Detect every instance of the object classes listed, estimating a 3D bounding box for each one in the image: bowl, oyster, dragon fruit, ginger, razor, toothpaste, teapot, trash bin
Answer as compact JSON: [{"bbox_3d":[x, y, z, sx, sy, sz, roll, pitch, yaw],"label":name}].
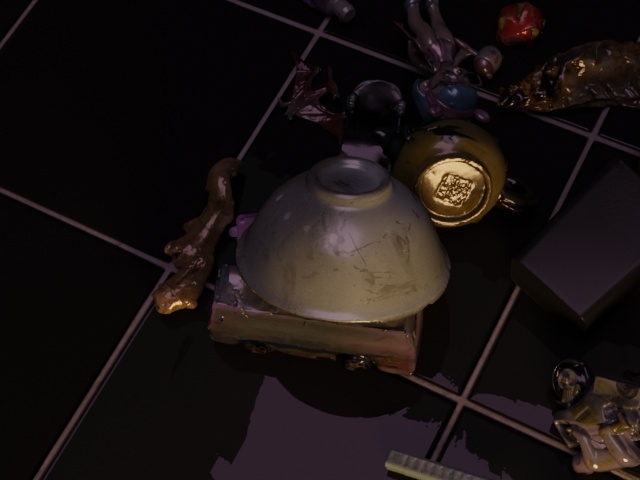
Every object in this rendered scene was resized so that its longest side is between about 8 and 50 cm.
[{"bbox_3d":[0.037,-0.031,1.667,0.314,0.146,0.313,3,32,-2],"label":"bowl"},{"bbox_3d":[0.454,-0.264,1.917,0.345,0.078,0.128,-11,71,-3],"label":"oyster"},{"bbox_3d":[0.335,-0.362,1.980,0.083,0.060,0.056,8,61,7],"label":"dragon fruit"},{"bbox_3d":[-0.188,-0.013,1.845,0.089,0.075,0.288,12,68,16],"label":"ginger"},{"bbox_3d":[0.223,0.342,1.626,0.278,0.056,0.111,17,67,13],"label":"razor"},{"bbox_3d":[-0.047,-0.478,2.082,0.075,0.048,0.301,-43,65,-4],"label":"toothpaste"},{"bbox_3d":[0.206,-0.114,1.821,0.270,0.173,0.182,16,30,-13],"label":"teapot"},{"bbox_3d":[0.414,0.016,1.753,0.225,0.115,0.165,-41,68,-11],"label":"trash bin"}]

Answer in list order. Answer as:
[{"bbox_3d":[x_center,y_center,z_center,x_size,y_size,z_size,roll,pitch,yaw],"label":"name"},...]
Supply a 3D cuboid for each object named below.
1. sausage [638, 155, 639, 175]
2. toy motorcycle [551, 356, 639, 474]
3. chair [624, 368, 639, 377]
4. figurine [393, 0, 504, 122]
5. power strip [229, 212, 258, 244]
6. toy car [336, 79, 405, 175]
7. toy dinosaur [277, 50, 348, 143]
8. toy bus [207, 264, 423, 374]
[{"bbox_3d":[0.565,-0.154,1.811,0.133,0.133,0.258,16,58,13],"label":"sausage"},{"bbox_3d":[0.396,0.260,1.618,0.225,0.073,0.152,24,103,44],"label":"toy motorcycle"},{"bbox_3d":[0.517,0.151,1.617,0.174,0.213,0.149,-40,62,-15],"label":"chair"},{"bbox_3d":[0.208,-0.289,1.945,0.205,0.103,0.260,7,54,-33],"label":"figurine"},{"bbox_3d":[0.000,0.000,1.833,0.279,0.037,0.109,-6,63,1],"label":"power strip"},{"bbox_3d":[0.082,-0.167,1.902,0.095,0.056,0.204,7,62,7],"label":"toy car"},{"bbox_3d":[-0.015,-0.239,1.963,0.108,0.032,0.220,-25,61,-5],"label":"toy dinosaur"},{"bbox_3d":[-0.010,0.110,1.722,0.317,0.138,0.112,7,62,6],"label":"toy bus"}]
